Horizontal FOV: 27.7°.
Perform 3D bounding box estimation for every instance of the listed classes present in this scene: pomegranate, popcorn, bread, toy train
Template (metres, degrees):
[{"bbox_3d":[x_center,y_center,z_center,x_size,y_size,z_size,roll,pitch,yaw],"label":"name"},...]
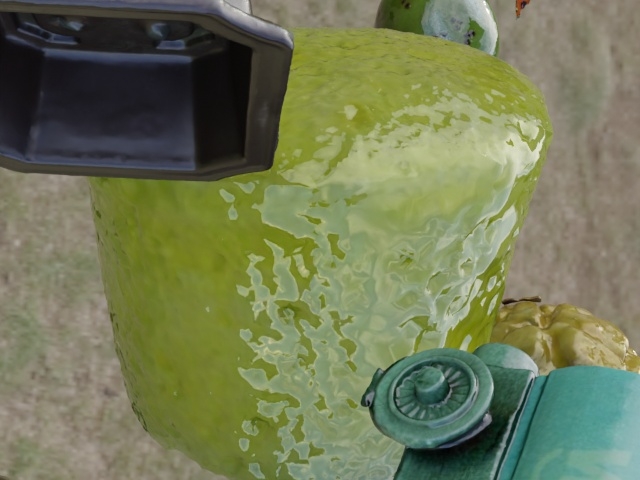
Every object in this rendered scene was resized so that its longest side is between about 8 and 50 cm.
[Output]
[{"bbox_3d":[0.126,-0.256,1.706,0.224,0.181,0.182,-24,112,-28],"label":"pomegranate"},{"bbox_3d":[0.194,0.176,1.168,0.190,0.250,0.250,2,90,-68],"label":"popcorn"},{"bbox_3d":[0.000,0.000,0.992,0.348,0.348,0.308,-36,132,-47],"label":"bread"},{"bbox_3d":[0.079,0.144,0.552,0.248,0.159,0.101,-62,145,-40],"label":"toy train"}]

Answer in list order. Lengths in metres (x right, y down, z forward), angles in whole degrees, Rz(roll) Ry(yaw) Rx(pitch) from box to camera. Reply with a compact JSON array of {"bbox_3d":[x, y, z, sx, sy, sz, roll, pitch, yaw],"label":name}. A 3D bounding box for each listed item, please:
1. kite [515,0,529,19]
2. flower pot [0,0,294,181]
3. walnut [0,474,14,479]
[{"bbox_3d":[0.206,-0.301,1.122,0.125,0.222,0.008,52,42,2],"label":"kite"},{"bbox_3d":[-0.105,-0.101,0.620,0.251,0.178,0.084,111,-20,-77],"label":"flower pot"},{"bbox_3d":[-0.481,0.407,1.846,0.140,0.162,0.140,60,3,-4],"label":"walnut"}]
